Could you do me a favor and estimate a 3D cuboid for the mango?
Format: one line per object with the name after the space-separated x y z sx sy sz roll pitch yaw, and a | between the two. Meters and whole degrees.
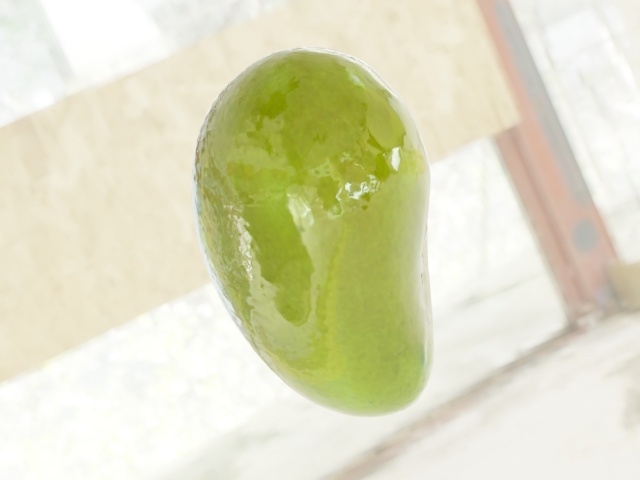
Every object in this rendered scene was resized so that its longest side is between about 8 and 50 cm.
-0.007 -0.005 1.242 0.185 0.273 0.149 18 -147 37 | mango
